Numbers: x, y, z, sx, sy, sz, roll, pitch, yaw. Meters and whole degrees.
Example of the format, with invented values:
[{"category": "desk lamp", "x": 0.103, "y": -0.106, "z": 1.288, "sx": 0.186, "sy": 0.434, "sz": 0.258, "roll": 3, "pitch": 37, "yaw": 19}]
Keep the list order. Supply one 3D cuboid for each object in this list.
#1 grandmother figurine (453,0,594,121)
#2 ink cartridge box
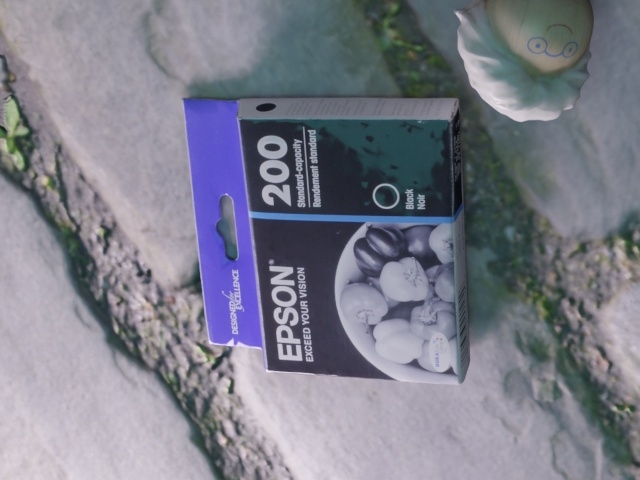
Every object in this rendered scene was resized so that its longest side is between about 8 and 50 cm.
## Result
[{"category": "grandmother figurine", "x": 0.151, "y": -0.229, "z": 0.821, "sx": 0.208, "sy": 0.104, "sz": 0.342, "roll": 10, "pitch": 120, "yaw": -2}, {"category": "ink cartridge box", "x": 0.000, "y": 0.000, "z": 1.008, "sx": 0.208, "sy": 0.045, "sz": 0.206, "roll": 2, "pitch": 114, "yaw": 17}]
